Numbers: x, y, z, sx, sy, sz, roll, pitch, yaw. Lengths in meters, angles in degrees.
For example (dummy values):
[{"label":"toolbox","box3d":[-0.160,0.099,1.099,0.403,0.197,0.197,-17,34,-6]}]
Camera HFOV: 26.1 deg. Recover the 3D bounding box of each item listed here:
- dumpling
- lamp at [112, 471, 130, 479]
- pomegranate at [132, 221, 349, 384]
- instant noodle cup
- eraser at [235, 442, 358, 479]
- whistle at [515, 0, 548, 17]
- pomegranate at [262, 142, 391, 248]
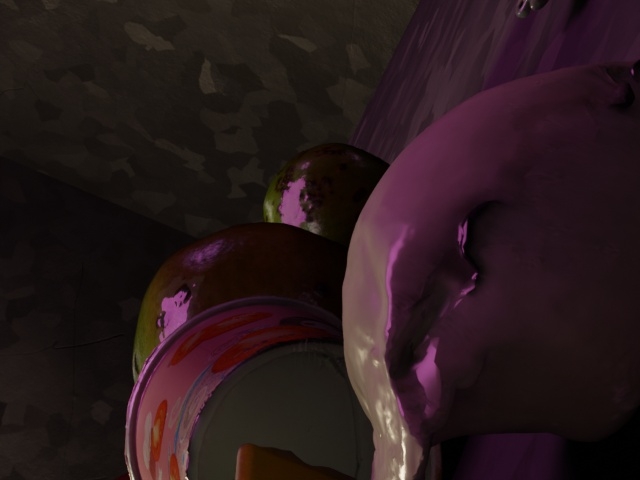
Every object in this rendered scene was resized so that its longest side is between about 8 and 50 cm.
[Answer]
[{"label":"dumpling","box3d":[0.115,0.027,0.703,0.227,0.243,0.175,86,162,-59]},{"label":"lamp","box3d":[-0.176,0.384,1.429,0.303,0.257,0.303,-25,44,27]},{"label":"pomegranate","box3d":[-0.062,0.150,1.346,0.291,0.291,0.323,129,155,-76]},{"label":"instant noodle cup","box3d":[-0.027,0.167,1.088,0.231,0.243,0.243,176,117,-78]},{"label":"eraser","box3d":[0.012,0.198,0.824,0.226,0.158,0.069,-120,51,-84]},{"label":"whistle","box3d":[0.233,-0.320,1.255,0.102,0.106,0.253,43,116,42]},{"label":"pomegranate","box3d":[0.000,0.000,1.566,0.211,0.263,0.211,163,90,-89]}]
